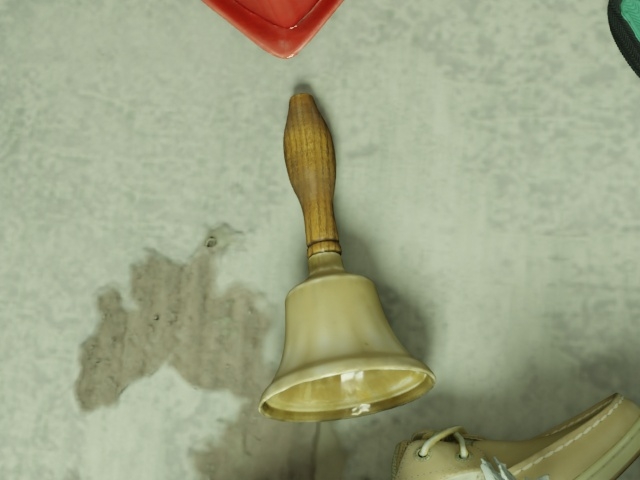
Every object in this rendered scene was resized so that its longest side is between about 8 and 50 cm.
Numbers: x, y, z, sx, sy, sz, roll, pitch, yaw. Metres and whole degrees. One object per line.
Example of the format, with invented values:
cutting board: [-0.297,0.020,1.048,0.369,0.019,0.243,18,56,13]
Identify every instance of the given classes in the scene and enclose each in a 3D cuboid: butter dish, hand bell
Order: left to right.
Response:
butter dish: [-0.041,-0.250,0.849,0.160,0.118,0.160,40,90,13]
hand bell: [0.000,0.000,0.825,0.126,0.126,0.242,-13,68,9]

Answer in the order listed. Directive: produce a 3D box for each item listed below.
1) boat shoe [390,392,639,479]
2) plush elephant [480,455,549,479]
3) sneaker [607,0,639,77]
boat shoe: [0.084,0.178,0.769,0.302,0.109,0.098,-33,78,10]
plush elephant: [0.243,0.262,0.637,0.272,0.255,0.330,-54,51,20]
sneaker: [0.313,-0.126,0.796,0.223,0.083,0.098,40,67,11]
